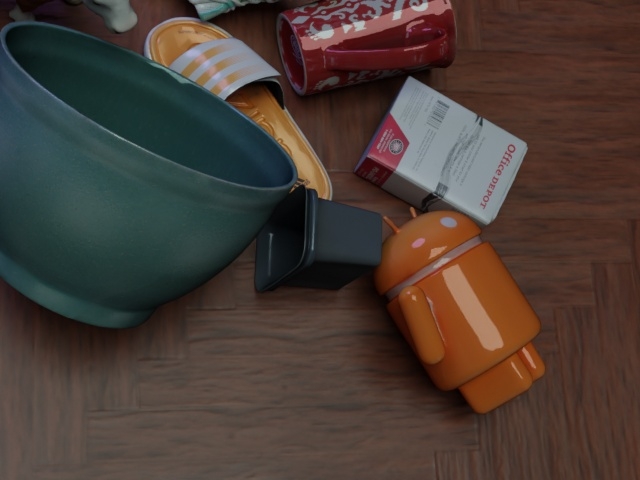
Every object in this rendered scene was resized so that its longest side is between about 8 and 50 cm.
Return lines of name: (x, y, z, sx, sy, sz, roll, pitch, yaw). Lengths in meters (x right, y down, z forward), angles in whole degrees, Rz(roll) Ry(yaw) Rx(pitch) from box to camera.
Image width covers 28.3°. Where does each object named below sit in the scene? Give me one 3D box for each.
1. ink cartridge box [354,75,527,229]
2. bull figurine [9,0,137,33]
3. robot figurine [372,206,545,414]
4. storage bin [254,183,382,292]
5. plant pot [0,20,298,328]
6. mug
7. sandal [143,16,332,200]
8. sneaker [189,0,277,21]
ink cartridge box: (0.129, -0.087, 1.358, 0.150, 0.063, 0.109, 30, 69, -4)
bull figurine: (-0.312, -0.287, 1.246, 0.310, 0.188, 0.101, 28, 70, -4)
robot figurine: (0.136, 0.063, 1.276, 0.158, 0.128, 0.219, -29, 83, -22)
storage bin: (0.000, 0.000, 1.271, 0.091, 0.135, 0.098, 9, 70, -22)
plant pot: (-0.193, -0.044, 1.167, 0.293, 0.293, 0.196, 28, 107, -4)
mug: (0.050, -0.221, 1.340, 0.169, 0.150, 0.113, -16, 91, -13)
sandal: (-0.073, -0.140, 1.318, 0.102, 0.076, 0.265, -39, 85, -21)
sneaker: (-0.093, -0.270, 1.340, 0.212, 0.080, 0.094, 17, 75, 20)
